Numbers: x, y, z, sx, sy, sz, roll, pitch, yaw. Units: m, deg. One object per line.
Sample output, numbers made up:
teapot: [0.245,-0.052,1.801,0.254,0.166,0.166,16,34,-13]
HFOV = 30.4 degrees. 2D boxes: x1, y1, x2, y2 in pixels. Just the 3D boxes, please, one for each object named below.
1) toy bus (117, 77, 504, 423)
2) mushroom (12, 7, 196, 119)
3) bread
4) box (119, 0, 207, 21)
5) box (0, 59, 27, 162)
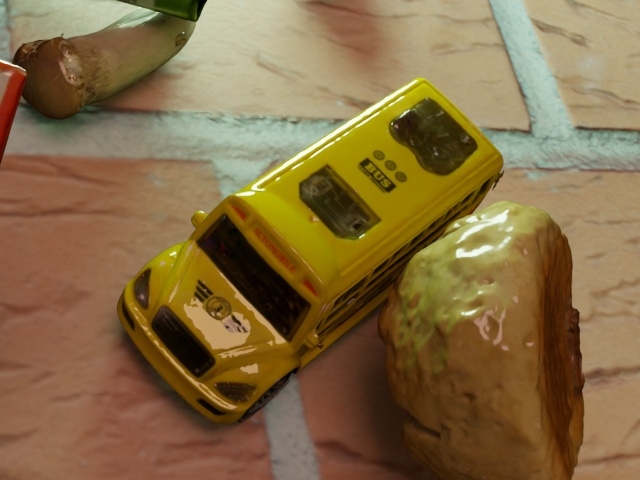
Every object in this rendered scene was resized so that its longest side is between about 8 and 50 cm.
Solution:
toy bus: [0.000,0.000,0.961,0.144,0.152,0.330,47,52,9]
mushroom: [-0.182,-0.173,1.055,0.209,0.084,0.071,-39,122,-43]
bread: [0.130,0.090,0.930,0.134,0.244,0.244,-7,50,22]
box: [-0.255,-0.292,1.046,0.346,0.097,0.134,15,45,-2]
box: [-0.383,0.044,0.673,0.319,0.257,0.348,18,60,-15]
